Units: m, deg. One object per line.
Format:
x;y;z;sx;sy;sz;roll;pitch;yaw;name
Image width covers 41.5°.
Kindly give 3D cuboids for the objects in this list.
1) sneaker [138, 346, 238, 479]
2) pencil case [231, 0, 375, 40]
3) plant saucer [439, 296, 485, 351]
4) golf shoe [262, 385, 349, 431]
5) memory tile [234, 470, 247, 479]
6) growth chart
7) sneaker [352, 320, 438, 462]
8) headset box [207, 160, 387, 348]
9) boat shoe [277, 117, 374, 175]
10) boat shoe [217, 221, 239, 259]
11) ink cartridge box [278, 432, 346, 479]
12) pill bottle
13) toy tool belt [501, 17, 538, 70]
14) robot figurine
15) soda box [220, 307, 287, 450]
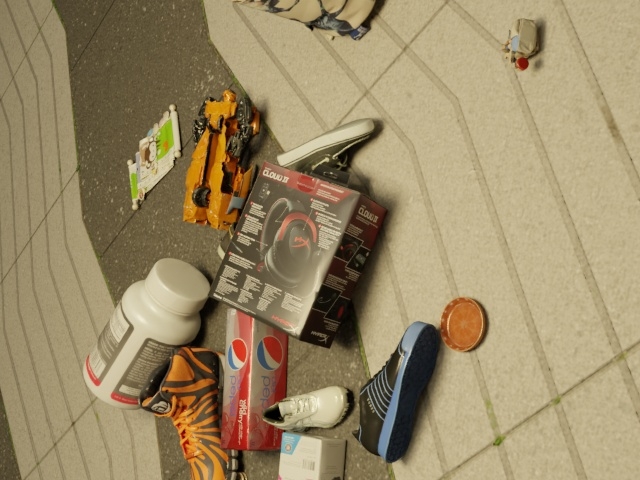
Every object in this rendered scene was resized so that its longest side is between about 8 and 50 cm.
-0.265;0.360;1.631;0.124;0.180;0.321;-30;56;38;sneaker
-0.091;-0.467;1.471;0.160;0.410;0.183;56;129;42;pencil case
0.216;0.127;1.279;0.083;0.013;0.083;-15;69;46;plant saucer
-0.028;0.295;1.464;0.176;0.086;0.069;-31;57;39;golf shoe
-0.199;0.482;1.670;0.148;0.012;0.113;26;101;49;memory tile
-0.407;-0.208;2.066;0.237;0.021;0.172;-42;51;34;growth chart
0.110;0.227;1.325;0.090;0.081;0.232;24;100;42;sneaker
-0.035;0.008;1.459;0.218;0.110;0.293;21;87;34;headset box
0.018;-0.161;1.538;0.219;0.078;0.070;-19;102;41;boat shoe
-0.133;0.038;1.647;0.228;0.081;0.068;43;117;48;boat shoe
-0.019;0.425;1.439;0.104;0.061;0.181;-4;78;49;ink cartridge box
-0.365;0.196;1.801;0.318;0.176;0.176;-55;46;25;pill bottle
0.298;-0.288;1.266;0.051;0.052;0.083;144;134;-77;toy tool belt
-0.208;-0.171;1.780;0.211;0.085;0.291;13;92;49;robot figurine
-0.122;0.256;1.574;0.083;0.092;0.263;-12;72;45;soda box
